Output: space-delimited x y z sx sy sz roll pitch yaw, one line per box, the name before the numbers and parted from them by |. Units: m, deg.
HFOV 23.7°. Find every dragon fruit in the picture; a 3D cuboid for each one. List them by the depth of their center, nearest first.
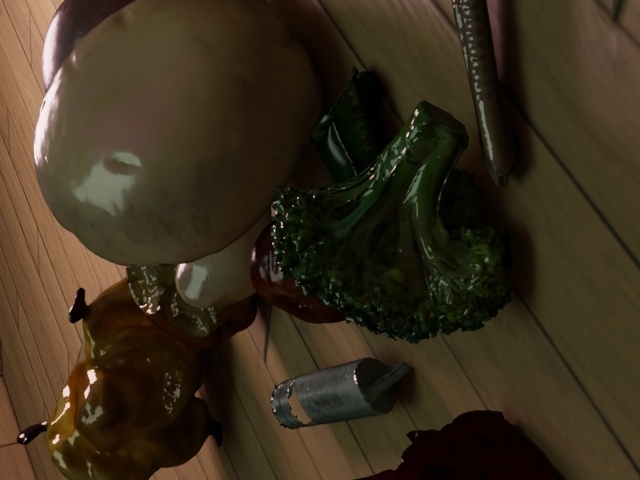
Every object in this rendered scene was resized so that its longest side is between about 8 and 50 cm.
dragon fruit | 0.101 0.223 1.237 0.122 0.192 0.092 36 129 42

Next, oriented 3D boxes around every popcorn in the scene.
popcorn | -0.261 0.221 2.148 0.316 0.280 0.297 -51 21 48

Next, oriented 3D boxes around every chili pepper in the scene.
chili pepper | 0.043 -0.053 1.429 0.108 0.062 0.216 132 124 -74

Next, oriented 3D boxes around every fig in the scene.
fig | -0.011 0.011 1.513 0.128 0.128 0.150 147 109 -69

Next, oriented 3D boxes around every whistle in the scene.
whistle | 0.017 0.162 1.613 0.312 0.062 0.062 152 106 -69

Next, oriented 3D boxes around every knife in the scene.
knife | 0.114 -0.220 1.175 0.089 0.043 0.365 -40 -60 -75

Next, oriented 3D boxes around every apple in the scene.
apple | -0.154 0.053 1.893 0.158 0.156 0.147 62 173 5

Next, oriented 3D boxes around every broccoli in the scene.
broccoli | 0.066 -0.022 1.229 0.219 0.194 0.194 34 144 15

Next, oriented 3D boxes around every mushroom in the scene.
mushroom | -0.162 -0.095 1.579 0.356 0.315 0.315 -58 43 34

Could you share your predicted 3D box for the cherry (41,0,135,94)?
cherry | -0.207 -0.188 1.818 0.307 0.221 0.261 54 160 11
